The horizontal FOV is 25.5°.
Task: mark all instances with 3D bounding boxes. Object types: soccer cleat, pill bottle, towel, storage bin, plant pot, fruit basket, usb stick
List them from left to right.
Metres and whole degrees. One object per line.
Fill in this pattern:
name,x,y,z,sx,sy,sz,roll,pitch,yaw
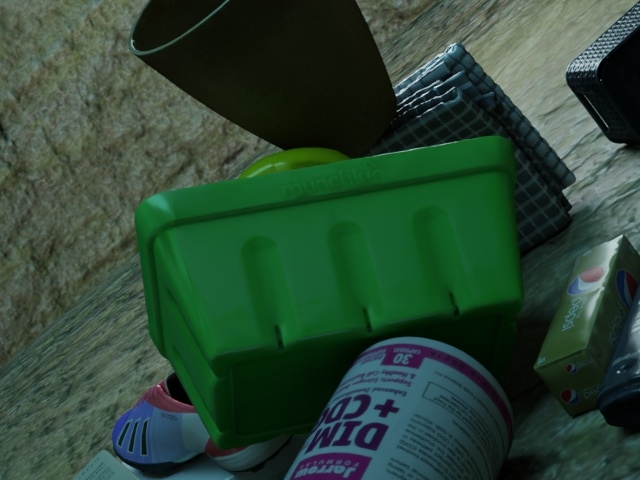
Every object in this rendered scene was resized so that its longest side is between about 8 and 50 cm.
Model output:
soccer cleat,-0.151,0.187,1.566,0.108,0.116,0.318,-43,19,-31
plant pot,-0.040,-0.204,1.553,0.237,0.254,0.237,-33,29,21
fruit basket,0.000,0.000,1.412,0.392,0.392,0.283,-48,-23,-31
pill bottle,0.046,0.222,1.153,0.160,0.160,0.283,-28,19,38
towel,0.126,-0.053,1.646,0.284,0.235,0.121,-34,19,24
storage bin,0.395,-0.208,1.662,0.180,0.122,0.084,-42,15,-10
usb stick,0.303,0.059,1.236,0.077,0.045,0.278,-22,23,37

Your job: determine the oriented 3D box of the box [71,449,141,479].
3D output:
box,-0.164,0.317,1.335,0.127,0.148,0.232,-47,25,-13

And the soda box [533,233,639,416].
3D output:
soda box,0.252,0.074,1.285,0.058,0.061,0.181,-28,18,36

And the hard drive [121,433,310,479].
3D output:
hard drive,-0.075,0.223,1.616,0.353,0.047,0.233,-32,16,5
